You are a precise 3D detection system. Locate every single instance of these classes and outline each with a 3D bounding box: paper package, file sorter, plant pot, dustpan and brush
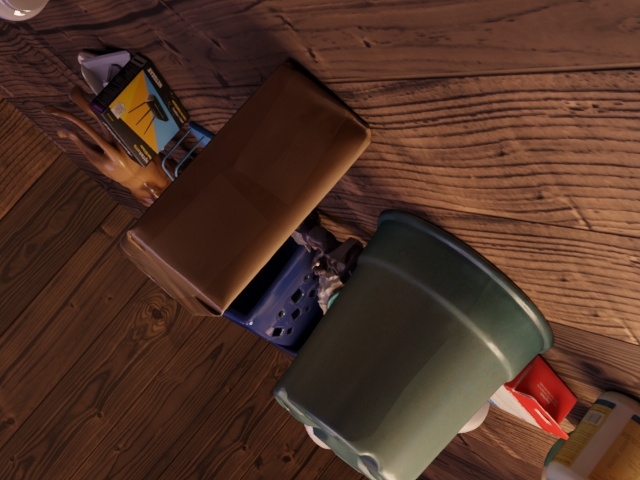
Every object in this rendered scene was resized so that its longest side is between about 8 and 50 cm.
[{"bbox_3d":[-0.117,-0.062,1.658,0.168,0.325,0.309,42,169,-6],"label":"paper package"},{"bbox_3d":[-0.199,-0.123,2.202,0.170,0.104,0.118,32,165,33],"label":"file sorter"},{"bbox_3d":[0.124,0.186,1.806,0.341,0.334,0.341,38,167,10],"label":"plant pot"},{"bbox_3d":[-0.353,-0.256,2.195,0.147,0.060,0.211,-3,142,41],"label":"dustpan and brush"},{"bbox_3d":[-0.087,0.088,2.348,0.236,0.236,0.212,26,168,47],"label":"plant pot"}]

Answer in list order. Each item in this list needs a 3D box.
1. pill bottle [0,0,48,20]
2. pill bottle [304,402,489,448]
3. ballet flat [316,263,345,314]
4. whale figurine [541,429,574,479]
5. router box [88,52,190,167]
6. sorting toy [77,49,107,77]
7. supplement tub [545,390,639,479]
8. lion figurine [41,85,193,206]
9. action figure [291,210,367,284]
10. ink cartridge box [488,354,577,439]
[{"bbox_3d":[-0.541,-0.444,2.023,0.124,0.124,0.221,47,166,-31],"label":"pill bottle"},{"bbox_3d":[0.132,0.291,2.174,0.334,0.188,0.188,-20,127,37],"label":"pill bottle"},{"bbox_3d":[0.122,0.165,2.304,0.147,0.147,0.409,26,159,48],"label":"ballet flat"},{"bbox_3d":[0.514,0.403,1.983,0.272,0.141,0.216,17,173,-12],"label":"whale figurine"},{"bbox_3d":[-0.326,-0.234,2.114,0.046,0.133,0.179,33,167,32],"label":"router box"},{"bbox_3d":[-0.387,-0.295,2.303,0.193,0.038,0.208,46,166,-28],"label":"sorting toy"},{"bbox_3d":[0.433,0.345,1.766,0.144,0.200,0.144,38,168,9],"label":"supplement tub"},{"bbox_3d":[-0.378,-0.157,2.300,0.240,0.142,0.392,47,-167,17],"label":"lion figurine"},{"bbox_3d":[0.000,0.000,2.077,0.285,0.099,0.185,32,171,46],"label":"action figure"},{"bbox_3d":[0.337,0.242,1.973,0.134,0.078,0.231,46,166,-30],"label":"ink cartridge box"}]
